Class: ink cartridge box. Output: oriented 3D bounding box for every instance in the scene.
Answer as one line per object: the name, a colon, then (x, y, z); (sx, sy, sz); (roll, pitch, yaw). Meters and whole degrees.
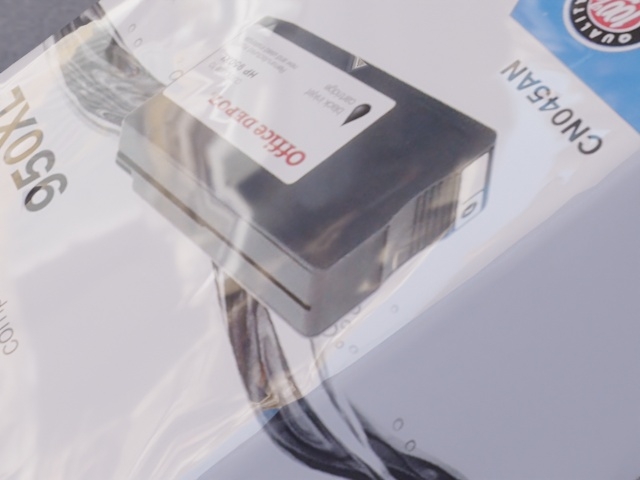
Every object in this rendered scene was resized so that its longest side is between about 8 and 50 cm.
ink cartridge box: (0.000, 0.000, 0.616); (0.395, 0.166, 0.285); (-36, 44, 0)
